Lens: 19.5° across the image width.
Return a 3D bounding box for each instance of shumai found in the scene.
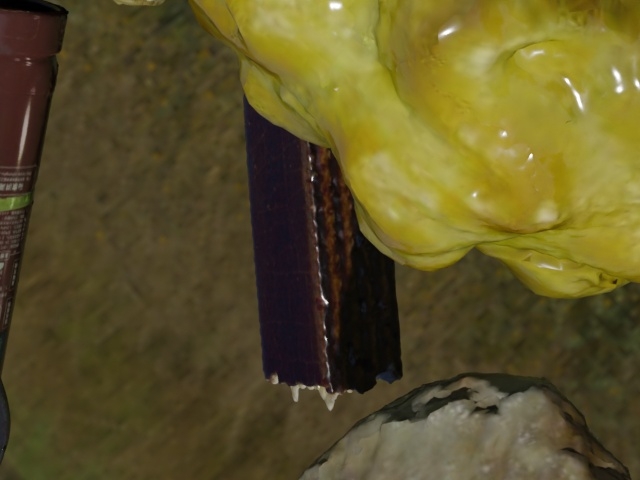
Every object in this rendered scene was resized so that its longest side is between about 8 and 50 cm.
[{"bbox_3d":[0.101,0.238,1.127,0.267,0.314,0.262,11,176,16],"label":"shumai"}]

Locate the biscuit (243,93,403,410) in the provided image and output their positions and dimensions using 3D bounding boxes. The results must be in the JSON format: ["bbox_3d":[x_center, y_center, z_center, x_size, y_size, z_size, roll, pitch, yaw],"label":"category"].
[{"bbox_3d":[0.000,0.000,1.418,0.106,0.070,0.252,-3,92,60],"label":"biscuit"}]

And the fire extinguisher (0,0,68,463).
[{"bbox_3d":[-0.237,0.021,1.092,0.105,0.141,0.341,-134,55,-69],"label":"fire extinguisher"}]

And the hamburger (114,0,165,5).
[{"bbox_3d":[-0.122,-0.279,1.148,0.285,0.134,0.265,24,127,63],"label":"hamburger"}]

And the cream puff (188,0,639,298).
[{"bbox_3d":[0.086,-0.121,0.588,0.282,0.282,0.185,48,145,5],"label":"cream puff"}]
